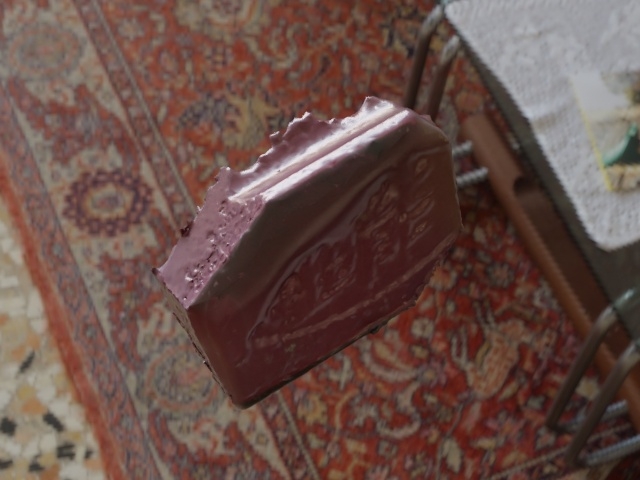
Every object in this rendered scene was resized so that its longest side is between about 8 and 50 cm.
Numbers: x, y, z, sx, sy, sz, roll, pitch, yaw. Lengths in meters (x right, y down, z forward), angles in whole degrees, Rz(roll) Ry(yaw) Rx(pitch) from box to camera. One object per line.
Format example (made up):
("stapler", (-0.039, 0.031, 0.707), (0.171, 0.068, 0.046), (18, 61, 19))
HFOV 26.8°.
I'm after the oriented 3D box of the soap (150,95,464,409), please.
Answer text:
("soap", (0.000, 0.000, 1.338), (0.325, 0.220, 0.127), (-33, 44, -16))
